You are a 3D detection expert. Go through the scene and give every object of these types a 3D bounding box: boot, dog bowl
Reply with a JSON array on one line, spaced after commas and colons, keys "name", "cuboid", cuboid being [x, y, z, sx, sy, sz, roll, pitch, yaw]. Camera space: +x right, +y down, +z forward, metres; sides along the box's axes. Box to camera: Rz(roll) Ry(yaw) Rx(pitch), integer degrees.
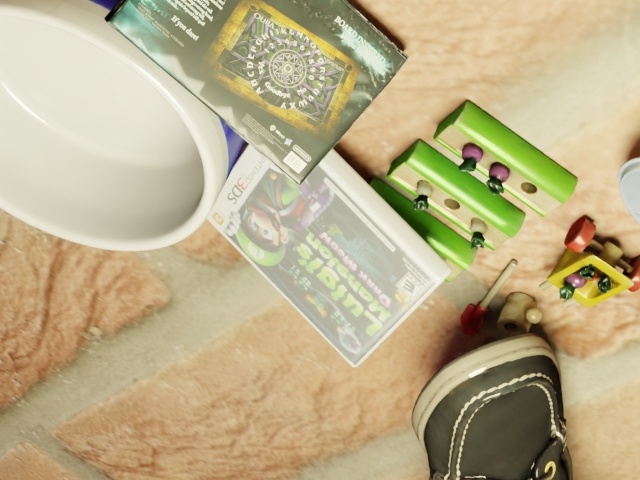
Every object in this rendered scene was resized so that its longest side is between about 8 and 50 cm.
[{"name": "boot", "cuboid": [0.187, 0.273, 1.442, 0.138, 0.284, 0.377, -17, 147, -12]}, {"name": "dog bowl", "cuboid": [-0.186, -0.116, 1.334, 0.265, 0.104, 0.265, 16, 143, 12]}]

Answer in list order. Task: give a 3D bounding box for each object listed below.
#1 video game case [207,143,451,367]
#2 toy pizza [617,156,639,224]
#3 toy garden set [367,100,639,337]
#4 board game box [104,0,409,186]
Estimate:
[{"name": "video game case", "cuboid": [0.000, 0.000, 1.390, 0.190, 0.022, 0.173, 45, 144, 4]}, {"name": "toy pizza", "cuboid": [0.305, -0.007, 1.209, 0.201, 0.032, 0.201, 32, 168, 8]}, {"name": "toy garden set", "cuboid": [0.123, 0.016, 1.366, 0.204, 0.049, 0.244, 34, 143, -12]}, {"name": "board game box", "cuboid": [-0.043, -0.144, 1.214, 0.186, 0.126, 0.026, 41, -177, -20]}]
